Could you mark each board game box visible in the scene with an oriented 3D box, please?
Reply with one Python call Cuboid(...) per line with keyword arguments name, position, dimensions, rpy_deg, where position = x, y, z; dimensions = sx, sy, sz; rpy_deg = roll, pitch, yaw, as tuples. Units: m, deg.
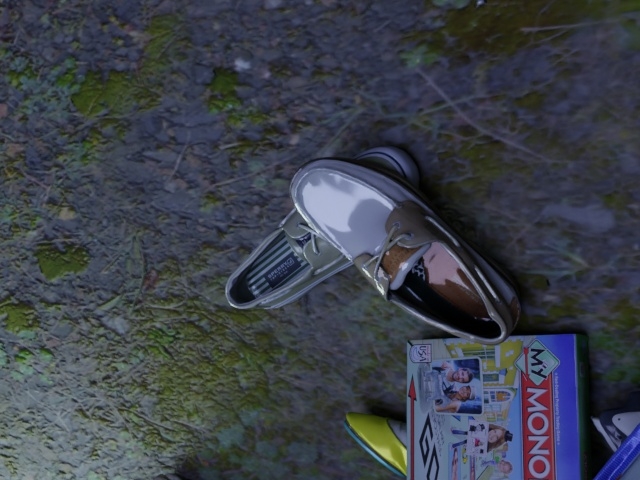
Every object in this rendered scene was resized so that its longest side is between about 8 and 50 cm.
Cuboid(name="board game box", position=(0.202, 0.269, 1.143), dimensions=(0.213, 0.046, 0.317), rpy_deg=(-7, 77, 33))

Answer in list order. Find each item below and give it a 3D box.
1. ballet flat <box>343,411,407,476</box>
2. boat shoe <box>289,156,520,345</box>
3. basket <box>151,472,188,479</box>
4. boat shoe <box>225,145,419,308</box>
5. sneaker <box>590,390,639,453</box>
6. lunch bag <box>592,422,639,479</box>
Cuboid(name="ballet flat", position=(0.134, 0.280, 1.250), dimensions=(0.231, 0.077, 0.077), rpy_deg=(44, 100, 11))
Cuboid(name="boat shoe", position=(0.096, 0.009, 1.117), dimensions=(0.302, 0.103, 0.113), rpy_deg=(32, 109, -1))
Cuboid(name="basket", position=(-0.188, 0.557, 1.401), dimensions=(0.328, 0.266, 0.331), rpy_deg=(13, 109, 28))
Cuboid(name="boat shoe", position=(0.000, 0.000, 1.230), dimensions=(0.109, 0.094, 0.302), rpy_deg=(51, 122, 9))
Cuboid(name="sneaker", position=(0.342, 0.250, 1.058), dimensions=(0.153, 0.094, 0.235), rpy_deg=(21, 84, 39))
Cuboid(name="lunch bag", position=(0.381, 0.326, 0.868), dimensions=(0.328, 0.239, 0.385), rpy_deg=(35, 102, -23))
